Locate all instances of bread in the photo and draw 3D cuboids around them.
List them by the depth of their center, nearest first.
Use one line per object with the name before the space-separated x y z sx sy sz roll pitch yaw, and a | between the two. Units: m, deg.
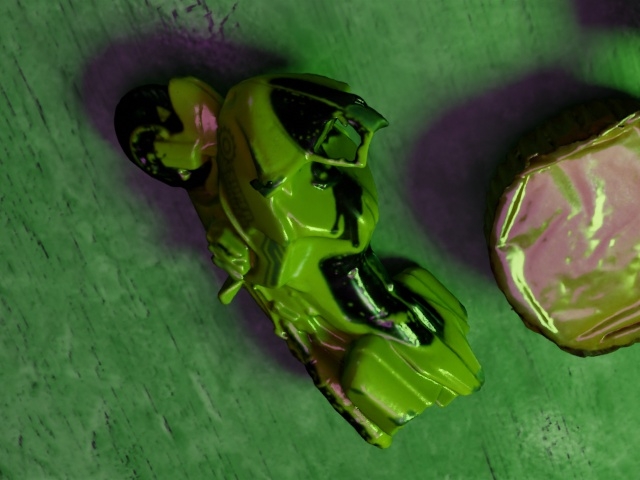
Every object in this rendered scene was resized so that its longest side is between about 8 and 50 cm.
bread | 0.221 -0.014 0.998 0.199 0.104 0.199 0 110 0

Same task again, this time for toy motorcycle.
toy motorcycle | 0.001 -0.002 0.987 0.206 0.142 0.342 -13 121 49
